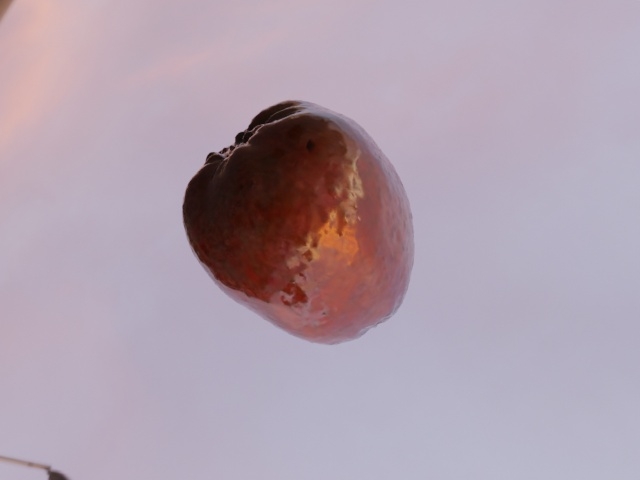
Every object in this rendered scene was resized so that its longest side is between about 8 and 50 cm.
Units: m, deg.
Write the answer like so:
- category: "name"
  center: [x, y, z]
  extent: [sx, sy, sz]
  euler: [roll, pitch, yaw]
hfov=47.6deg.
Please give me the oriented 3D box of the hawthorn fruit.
- category: "hawthorn fruit"
  center: [0.000, 0.000, 0.705]
  extent: [0.210, 0.262, 0.210]
  euler: [-33, -158, 15]
